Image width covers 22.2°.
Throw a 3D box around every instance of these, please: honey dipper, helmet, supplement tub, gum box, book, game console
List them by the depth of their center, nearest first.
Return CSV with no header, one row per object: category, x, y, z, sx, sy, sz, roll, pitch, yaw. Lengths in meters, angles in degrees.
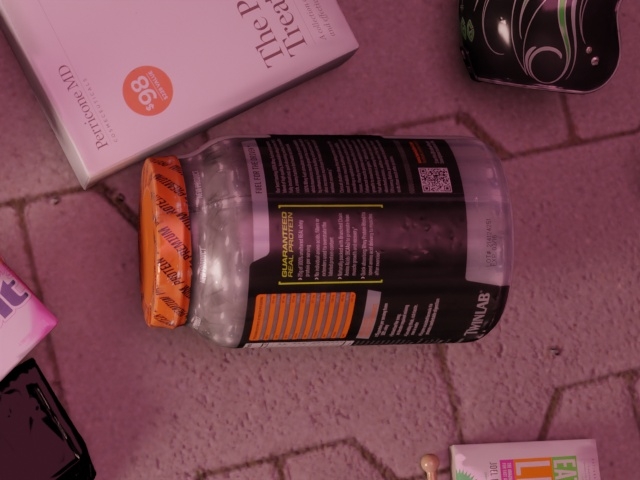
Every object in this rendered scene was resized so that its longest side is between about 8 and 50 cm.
gum box,-0.324,0.094,1.415,0.107,0.062,0.188,45,76,-5
game console,-0.371,0.119,1.456,0.213,0.044,0.361,-31,92,-15
supplement tub,0.000,0.000,1.472,0.316,0.193,0.193,0,84,-13
honey dipper,0.115,0.283,1.554,0.030,0.030,0.160,-6,81,-13
helmet,0.218,-0.227,1.562,0.169,0.169,0.161,4,100,-12
book,0.198,0.242,1.576,0.144,0.035,0.096,-2,81,-11

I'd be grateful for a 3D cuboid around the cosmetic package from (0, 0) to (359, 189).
cosmetic package,-0.177,-0.278,1.515,0.284,0.097,0.377,-28,90,-11
